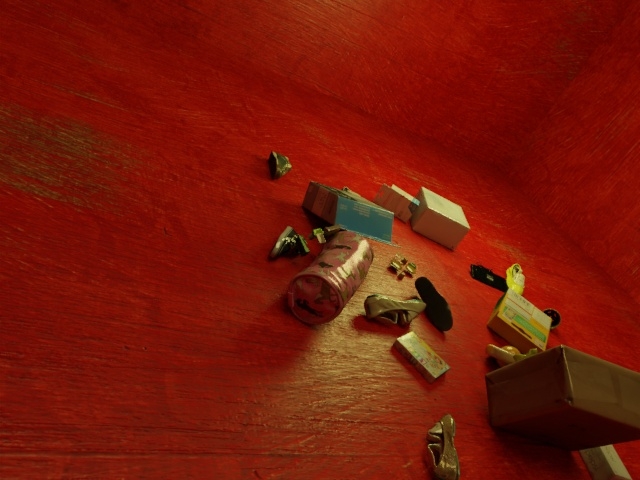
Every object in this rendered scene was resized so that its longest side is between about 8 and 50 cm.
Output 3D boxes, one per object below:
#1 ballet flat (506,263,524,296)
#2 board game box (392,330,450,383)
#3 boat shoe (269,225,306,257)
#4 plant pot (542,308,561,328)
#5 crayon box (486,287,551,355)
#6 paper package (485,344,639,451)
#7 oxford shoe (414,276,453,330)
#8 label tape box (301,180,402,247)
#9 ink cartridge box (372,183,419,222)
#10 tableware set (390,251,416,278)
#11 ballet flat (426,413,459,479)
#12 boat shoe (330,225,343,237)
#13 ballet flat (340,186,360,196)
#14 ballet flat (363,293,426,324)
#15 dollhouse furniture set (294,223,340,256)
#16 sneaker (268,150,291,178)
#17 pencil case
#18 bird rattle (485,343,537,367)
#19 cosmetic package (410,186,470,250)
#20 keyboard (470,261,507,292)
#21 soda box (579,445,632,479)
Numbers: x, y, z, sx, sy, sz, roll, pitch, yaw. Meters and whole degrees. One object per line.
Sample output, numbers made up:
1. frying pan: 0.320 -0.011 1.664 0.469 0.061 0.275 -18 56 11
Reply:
1. ballet flat: 0.877 0.170 2.434 0.077 0.077 0.231 32 27 -1
2. board game box: 0.296 0.339 1.590 0.154 0.026 0.103 44 30 24
3. boat shoe: -0.095 0.017 1.685 0.083 0.065 0.183 33 27 -2
4. plant pot: 0.964 0.324 2.277 0.083 0.083 0.079 42 15 20
5. crayon box: 0.749 0.316 2.045 0.203 0.083 0.323 38 27 13
6. paper package: 0.673 0.440 1.487 0.325 0.309 0.168 20 55 -18
7. oxford shoe: 0.393 0.222 1.853 0.076 0.076 0.212 61 6 -54
8. label tape box: 0.121 -0.097 1.938 0.249 0.115 0.348 15 9 -31
9. ink cartridge box: 0.337 -0.174 2.420 0.181 0.104 0.061 33 26 3
10. tableware set: 0.307 0.100 2.018 0.104 0.024 0.154 37 26 4
11. ballet flat: 0.286 0.484 1.292 0.067 0.073 0.206 16 24 0
12. boat shoe: 0.069 0.015 1.865 0.076 0.083 0.226 14 18 -11
13. ballet flat: 0.157 -0.141 2.217 0.213 0.068 0.072 42 28 20
14. ballet flat: 0.236 0.224 1.685 0.248 0.086 0.086 11 33 -33
15. dollhouse furniture set: 0.000 0.000 1.689 0.152 0.076 0.058 -15 75 -34
16. sneaker: -0.152 -0.295 2.154 0.086 0.064 0.192 15 28 -21
17. pencil case: 0.035 0.098 1.582 0.160 0.167 0.386 50 26 -4
18. bird rattle: 0.647 0.388 1.761 0.207 0.143 0.253 25 7 36
19. cosmetic package: 0.533 -0.102 2.471 0.224 0.138 0.224 25 29 -12
20. keyboard: 0.723 0.161 2.354 0.192 0.038 0.100 24 51 -17
21. soda box: 0.817 0.623 1.600 0.069 0.074 0.216 23 28 -16
